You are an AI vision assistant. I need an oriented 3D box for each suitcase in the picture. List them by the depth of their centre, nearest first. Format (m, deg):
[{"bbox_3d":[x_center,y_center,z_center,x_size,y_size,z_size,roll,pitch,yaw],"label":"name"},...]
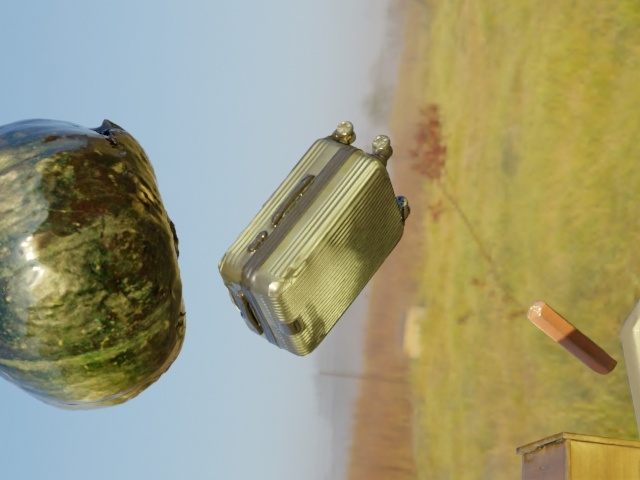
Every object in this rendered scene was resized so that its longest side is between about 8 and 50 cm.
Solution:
[{"bbox_3d":[0.000,0.000,1.579,0.312,0.128,0.202,-51,-33,-22],"label":"suitcase"}]

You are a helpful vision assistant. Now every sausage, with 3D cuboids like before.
[{"bbox_3d":[0.321,0.125,1.414,0.030,0.147,0.035,-50,15,9],"label":"sausage"}]

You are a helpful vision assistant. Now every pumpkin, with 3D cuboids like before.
[{"bbox_3d":[-0.377,0.034,1.603,0.454,0.344,0.454,164,90,-77],"label":"pumpkin"}]

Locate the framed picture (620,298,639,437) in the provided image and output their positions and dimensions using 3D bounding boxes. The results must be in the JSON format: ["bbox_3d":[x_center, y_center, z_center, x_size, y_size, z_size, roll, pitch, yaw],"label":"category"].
[{"bbox_3d":[0.206,0.021,0.468,0.213,0.016,0.289,-83,8,-47],"label":"framed picture"}]

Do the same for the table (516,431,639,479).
[{"bbox_3d":[0.201,0.198,0.847,0.083,0.070,0.082,130,146,-65],"label":"table"}]
